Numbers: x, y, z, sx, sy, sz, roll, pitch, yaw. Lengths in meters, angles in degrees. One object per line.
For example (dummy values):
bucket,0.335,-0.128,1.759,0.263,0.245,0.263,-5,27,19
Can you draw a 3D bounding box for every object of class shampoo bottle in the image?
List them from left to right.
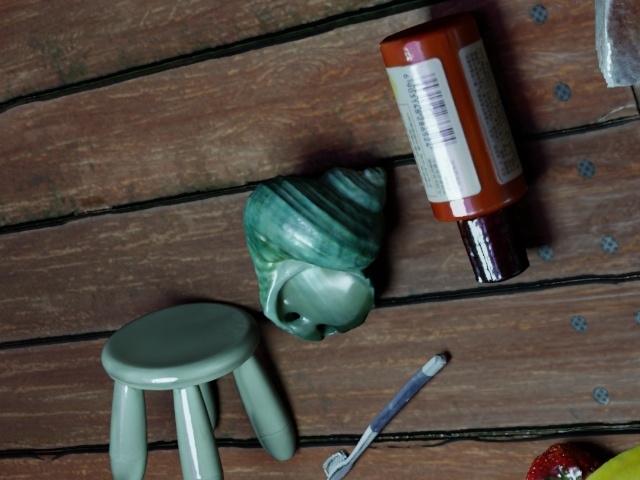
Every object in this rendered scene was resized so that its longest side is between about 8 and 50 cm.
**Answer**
shampoo bottle,0.151,-0.090,1.971,0.104,0.104,0.278,-8,104,44

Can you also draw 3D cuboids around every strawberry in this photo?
strawberry,0.267,0.269,2.061,0.106,0.106,0.106,20,123,34

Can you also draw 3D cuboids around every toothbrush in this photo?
toothbrush,0.075,0.210,2.253,0.026,0.024,0.288,61,139,21

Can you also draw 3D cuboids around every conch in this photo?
conch,0.002,-0.003,2.139,0.196,0.134,0.202,29,137,-26

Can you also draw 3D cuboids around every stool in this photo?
stool,-0.156,0.203,2.338,0.195,0.195,0.198,8,118,40

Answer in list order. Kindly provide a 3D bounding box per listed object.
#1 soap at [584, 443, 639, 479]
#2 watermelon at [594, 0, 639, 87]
soap,0.346,0.388,1.945,0.306,0.115,0.427,33,112,0
watermelon,0.329,-0.253,1.660,0.262,0.201,0.213,17,123,26
